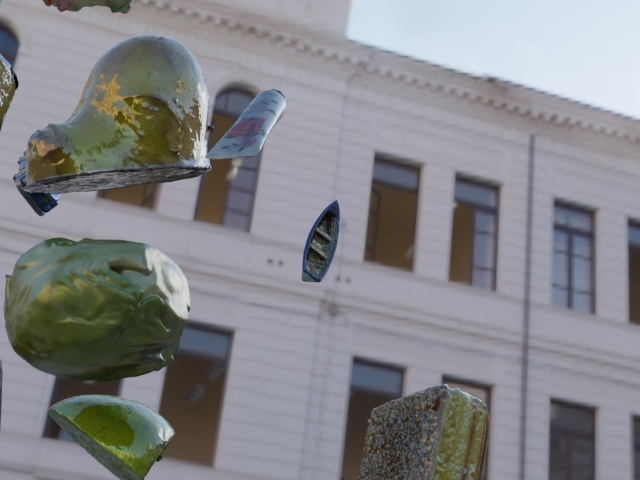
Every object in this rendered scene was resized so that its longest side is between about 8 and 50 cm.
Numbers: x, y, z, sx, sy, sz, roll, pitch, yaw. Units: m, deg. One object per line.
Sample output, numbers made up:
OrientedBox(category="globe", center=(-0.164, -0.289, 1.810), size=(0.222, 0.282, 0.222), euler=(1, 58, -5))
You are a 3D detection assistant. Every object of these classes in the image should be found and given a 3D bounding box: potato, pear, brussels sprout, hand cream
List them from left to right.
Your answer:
OrientedBox(category="brussels sprout", center=(-0.402, 0.123, 1.852), size=(0.327, 0.247, 0.328), euler=(-9, -22, -4))
OrientedBox(category="pear", center=(-0.414, 0.368, 2.071), size=(0.239, 0.139, 0.288), euler=(30, -21, -1))
OrientedBox(category="potato", center=(-0.399, -0.250, 2.047), size=(0.397, 0.296, 0.290), euler=(-6, -3, -29))
OrientedBox(category="hand cream", center=(-0.098, -0.168, 1.553), size=(0.080, 0.234, 0.050), euler=(-4, -64, 16))

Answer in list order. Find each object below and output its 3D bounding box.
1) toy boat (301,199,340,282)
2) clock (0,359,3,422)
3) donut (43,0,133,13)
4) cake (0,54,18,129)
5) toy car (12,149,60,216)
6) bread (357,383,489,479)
OrientedBox(category="toy boat", center=(0.000, 0.000, 2.386), size=(0.080, 0.229, 0.046), euler=(35, -42, -22))
OrientedBox(category="clock", center=(-0.604, 0.307, 1.849), size=(0.090, 0.228, 0.248), euler=(3, -1, -15))
OrientedBox(category="donut", center=(-0.317, -0.433, 1.182), size=(0.150, 0.371, 0.307), euler=(-21, -51, -11))
OrientedBox(category="cake", center=(-0.577, -0.205, 1.612), size=(0.185, 0.178, 0.208), euler=(6, -25, 12))
OrientedBox(category="toy car", center=(-0.585, -0.141, 2.254), size=(0.100, 0.191, 0.097), euler=(-28, -61, 9))
OrientedBox(category="bread", center=(0.134, 0.326, 1.422), size=(0.110, 0.234, 0.184), euler=(30, -34, -21))
